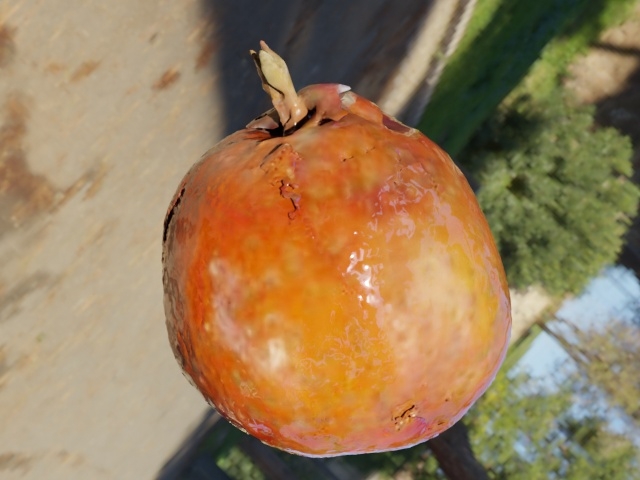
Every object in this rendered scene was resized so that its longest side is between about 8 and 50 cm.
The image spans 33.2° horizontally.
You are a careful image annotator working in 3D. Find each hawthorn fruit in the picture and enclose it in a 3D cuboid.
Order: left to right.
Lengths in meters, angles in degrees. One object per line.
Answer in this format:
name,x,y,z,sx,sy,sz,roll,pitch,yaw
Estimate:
hawthorn fruit,0.000,0.000,0.811,0.276,0.307,0.276,-12,-153,6
